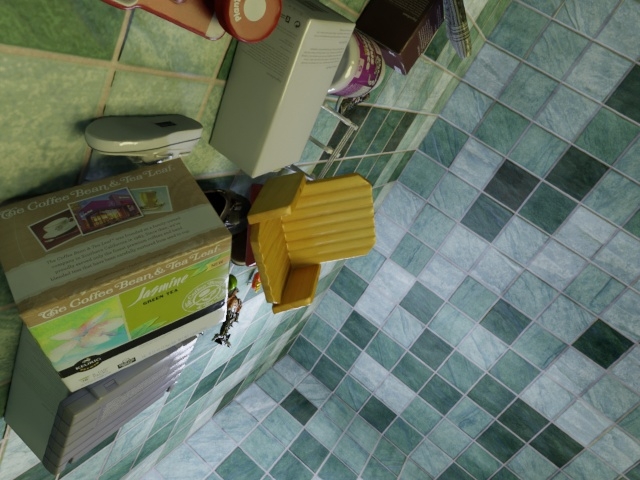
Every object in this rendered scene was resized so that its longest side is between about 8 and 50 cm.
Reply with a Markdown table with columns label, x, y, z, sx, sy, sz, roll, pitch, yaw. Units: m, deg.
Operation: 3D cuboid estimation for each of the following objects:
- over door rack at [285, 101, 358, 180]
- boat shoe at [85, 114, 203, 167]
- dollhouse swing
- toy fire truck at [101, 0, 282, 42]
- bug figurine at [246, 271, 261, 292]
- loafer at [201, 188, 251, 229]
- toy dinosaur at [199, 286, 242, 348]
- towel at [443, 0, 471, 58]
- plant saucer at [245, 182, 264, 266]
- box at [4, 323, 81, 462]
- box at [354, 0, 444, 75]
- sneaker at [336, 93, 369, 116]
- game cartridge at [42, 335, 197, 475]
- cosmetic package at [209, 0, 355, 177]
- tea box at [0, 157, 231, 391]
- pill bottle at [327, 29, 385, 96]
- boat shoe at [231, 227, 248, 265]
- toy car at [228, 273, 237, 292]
| label | x | y | z | sx | sy | sz | roll | pitch | yaw |
| --- | --- | --- | --- | --- | --- | --- | --- | --- | --- |
| over door rack | -0.043 | -0.315 | 1.394 | 0.239 | 0.108 | 0.324 | -57 | 151 | 15 |
| boat shoe | -0.316 | -0.176 | 0.844 | 0.258 | 0.095 | 0.084 | -27 | 147 | -58 |
| dollhouse swing | 0.000 | 0.000 | 1.344 | 0.315 | 0.305 | 0.346 | -75 | 161 | -56 |
| toy fire truck | -0.162 | -0.436 | 0.618 | 0.254 | 0.169 | 0.302 | 2 | 125 | -50 |
| bug figurine | -0.195 | 0.103 | 1.946 | 0.279 | 0.072 | 0.216 | -25 | 144 | -52 |
| loafer | -0.267 | -0.073 | 1.098 | 0.095 | 0.109 | 0.303 | -13 | 177 | 36 |
| toy dinosaur | -0.377 | 0.261 | 1.694 | 0.218 | 0.164 | 0.322 | -65 | 150 | -13 |
| towel | 0.357 | -0.703 | 1.276 | 0.324 | 0.056 | 0.312 | -76 | 148 | -51 |
| plant saucer | -0.142 | -0.046 | 1.488 | 0.258 | 0.048 | 0.258 | -1 | 97 | -62 |
| box | -0.569 | 0.316 | 1.074 | 0.215 | 0.168 | 0.345 | -28 | 151 | -60 |
| box | 0.234 | -0.635 | 1.332 | 0.203 | 0.167 | 0.168 | -55 | 166 | 8 |
| sneaker | 0.123 | -0.486 | 1.524 | 0.178 | 0.077 | 0.072 | -57 | 164 | 19 |
| game cartridge | -0.456 | 0.355 | 1.069 | 0.355 | 0.068 | 0.230 | -29 | 149 | -59 |
| cosmetic package | -0.092 | -0.344 | 1.026 | 0.197 | 0.155 | 0.365 | -32 | 156 | -53 |
| tea box | -0.366 | 0.065 | 0.854 | 0.329 | 0.220 | 0.323 | -24 | 151 | -28 |
| pill bottle | 0.067 | -0.467 | 1.203 | 0.169 | 0.169 | 0.301 | -60 | 165 | 25 |
| boat shoe | -0.202 | 0.010 | 1.614 | 0.342 | 0.123 | 0.123 | -46 | 164 | -48 |
| toy car | -0.347 | 0.078 | 1.375 | 0.155 | 0.149 | 0.188 | -34 | 128 | -62 |
